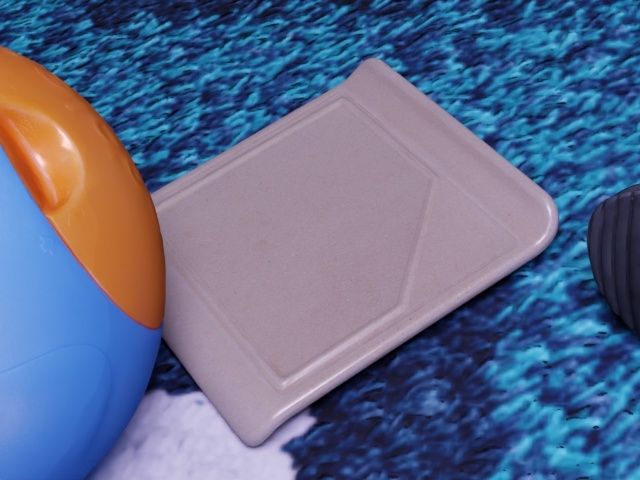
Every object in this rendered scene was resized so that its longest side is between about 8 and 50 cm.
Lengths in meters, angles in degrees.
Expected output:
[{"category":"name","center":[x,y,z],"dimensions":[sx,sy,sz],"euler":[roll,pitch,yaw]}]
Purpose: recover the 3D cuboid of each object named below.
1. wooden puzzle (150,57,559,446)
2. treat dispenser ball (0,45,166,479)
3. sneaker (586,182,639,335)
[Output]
[{"category":"wooden puzzle","center":[0.000,0.000,0.819],"dimensions":[0.239,0.044,0.221],"euler":[-35,48,-10]},{"category":"treat dispenser ball","center":[-0.229,0.026,0.685],"dimensions":[0.288,0.288,0.288],"euler":[-9,46,9]},{"category":"sneaker","center":[0.314,0.016,0.669],"dimensions":[0.331,0.122,0.146],"euler":[12,34,27]}]
